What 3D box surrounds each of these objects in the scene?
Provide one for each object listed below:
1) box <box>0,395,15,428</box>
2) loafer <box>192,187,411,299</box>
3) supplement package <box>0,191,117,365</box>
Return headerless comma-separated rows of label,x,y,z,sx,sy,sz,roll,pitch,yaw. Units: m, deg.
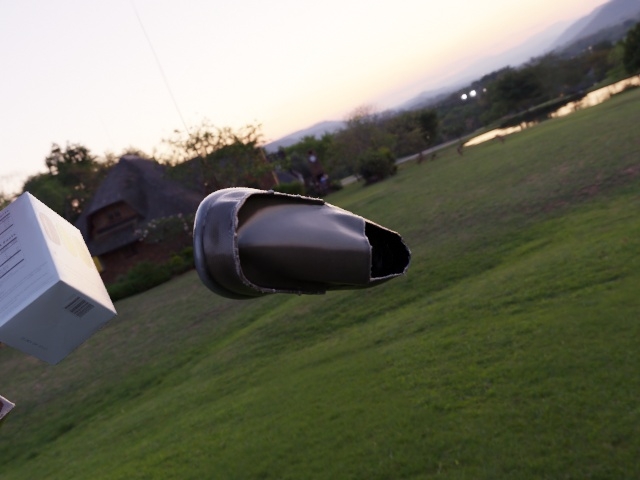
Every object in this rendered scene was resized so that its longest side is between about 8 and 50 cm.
box,-0.643,0.297,0.866,0.168,0.203,0.167,-51,5,22
loafer,0.000,0.000,0.690,0.130,0.134,0.366,-6,-4,35
supplement package,-0.469,0.058,0.926,0.134,0.139,0.244,-39,53,-3
